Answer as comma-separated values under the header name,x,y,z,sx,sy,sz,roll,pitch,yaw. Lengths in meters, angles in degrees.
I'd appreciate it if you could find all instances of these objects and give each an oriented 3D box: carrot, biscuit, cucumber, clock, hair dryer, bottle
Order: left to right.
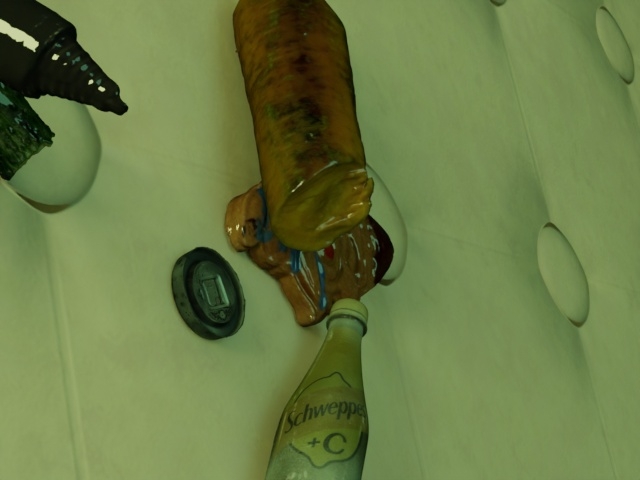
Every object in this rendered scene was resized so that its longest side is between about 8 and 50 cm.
name,x,y,z,sx,sy,sz,roll,pitch,yaw
hair dryer,-0.256,-0.173,0.874,0.352,0.107,0.189,32,28,10
cucumber,-0.270,-0.128,1.013,0.187,0.058,0.058,51,35,-27
clock,-0.098,0.047,1.211,0.085,0.017,0.085,36,43,-42
carrot,-0.019,-0.139,1.338,0.114,0.114,0.302,32,37,-45
biscuit,0.000,0.000,1.384,0.280,0.043,0.183,9,66,-52
bottle,0.005,0.158,1.238,0.083,0.083,0.270,48,35,-30
